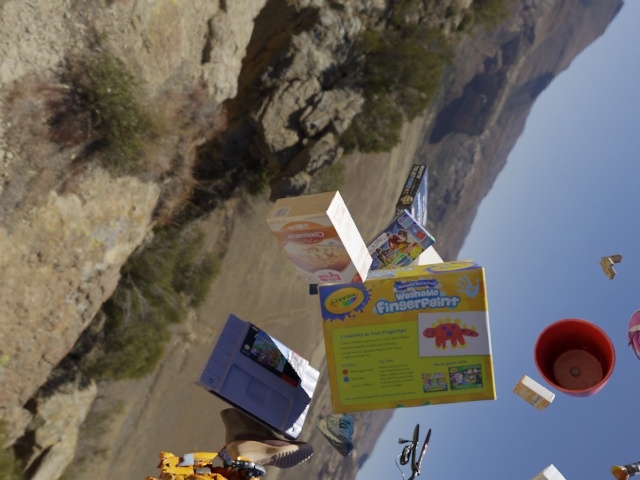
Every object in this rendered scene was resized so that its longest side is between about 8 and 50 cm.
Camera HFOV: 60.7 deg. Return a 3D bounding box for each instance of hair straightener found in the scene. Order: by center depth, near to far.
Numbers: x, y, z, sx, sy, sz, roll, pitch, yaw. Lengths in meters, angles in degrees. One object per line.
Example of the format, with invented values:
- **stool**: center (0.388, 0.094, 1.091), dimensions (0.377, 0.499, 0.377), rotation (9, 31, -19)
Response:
- **hair straightener**: center (0.266, 0.629, 1.626), dimensions (0.230, 0.089, 0.047), rotation (-47, 154, -57)

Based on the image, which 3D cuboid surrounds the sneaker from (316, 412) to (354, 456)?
- **sneaker**: center (0.069, 0.678, 1.979), dimensions (0.122, 0.110, 0.283), rotation (-42, -171, -12)

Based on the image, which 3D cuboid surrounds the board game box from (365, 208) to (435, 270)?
- **board game box**: center (0.234, 0.019, 1.696), dimensions (0.201, 0.136, 0.035), rotation (-43, -178, 16)

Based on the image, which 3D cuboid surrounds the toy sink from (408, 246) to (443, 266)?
- **toy sink**: center (0.340, 0.129, 1.840), dimensions (0.131, 0.234, 0.152), rotation (-22, -148, 34)

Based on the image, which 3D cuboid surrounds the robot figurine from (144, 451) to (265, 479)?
- **robot figurine**: center (-0.288, 0.614, 1.399), dimensions (0.211, 0.291, 0.085), rotation (-58, -145, 23)

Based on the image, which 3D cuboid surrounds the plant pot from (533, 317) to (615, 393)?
- **plant pot**: center (0.948, 0.460, 2.036), dimensions (0.274, 0.275, 0.243), rotation (-64, 144, -16)

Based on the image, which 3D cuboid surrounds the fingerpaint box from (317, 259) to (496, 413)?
- **fingerpaint box**: center (0.236, 0.265, 1.540), dimensions (0.163, 0.446, 0.370), rotation (-64, 146, -83)

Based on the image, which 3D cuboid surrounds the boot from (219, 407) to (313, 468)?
- **boot**: center (-0.160, 0.565, 1.610), dimensions (0.206, 0.249, 0.090), rotation (-121, -140, -51)

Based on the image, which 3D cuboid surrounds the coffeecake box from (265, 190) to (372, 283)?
- **coffeecake box**: center (0.000, 0.000, 1.090), dimensions (0.185, 0.143, 0.068), rotation (61, 39, -34)

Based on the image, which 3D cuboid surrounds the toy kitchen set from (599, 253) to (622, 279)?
- **toy kitchen set**: center (1.076, 0.085, 1.994), dimensions (0.068, 0.075, 0.083), rotation (76, 5, -46)

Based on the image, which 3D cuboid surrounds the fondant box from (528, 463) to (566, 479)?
- **fondant box**: center (1.011, 1.163, 2.324), dimensions (0.096, 0.330, 0.238), rotation (-12, 143, -42)

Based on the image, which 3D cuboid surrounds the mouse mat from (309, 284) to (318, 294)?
- **mouse mat**: center (0.026, 0.188, 2.405), dimensions (0.189, 0.153, 0.007), rotation (93, -13, -56)

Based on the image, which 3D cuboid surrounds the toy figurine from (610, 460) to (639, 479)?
- **toy figurine**: center (1.112, 0.897, 1.896), dimensions (0.148, 0.210, 0.212), rotation (-3, 107, -29)

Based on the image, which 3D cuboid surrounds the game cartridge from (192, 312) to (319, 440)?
- **game cartridge**: center (-0.169, 0.389, 1.573), dimensions (0.068, 0.355, 0.230), rotation (-24, -145, 48)

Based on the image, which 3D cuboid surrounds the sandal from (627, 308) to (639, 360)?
- **sandal**: center (1.132, 0.358, 1.898), dimensions (0.416, 0.103, 0.169), rotation (-63, 162, -66)

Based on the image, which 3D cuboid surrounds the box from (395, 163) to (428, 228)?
- **box**: center (0.368, -0.106, 2.194), dimensions (0.293, 0.074, 0.295), rotation (-62, 153, -45)

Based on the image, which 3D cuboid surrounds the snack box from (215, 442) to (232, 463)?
- **snack box**: center (-0.273, 0.678, 1.851), dimensions (0.022, 0.064, 0.178), rotation (-20, -163, 48)

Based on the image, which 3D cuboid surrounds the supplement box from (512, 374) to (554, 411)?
- **supplement box**: center (0.633, 0.455, 1.628), dimensions (0.036, 0.099, 0.062), rotation (-40, 155, -38)
